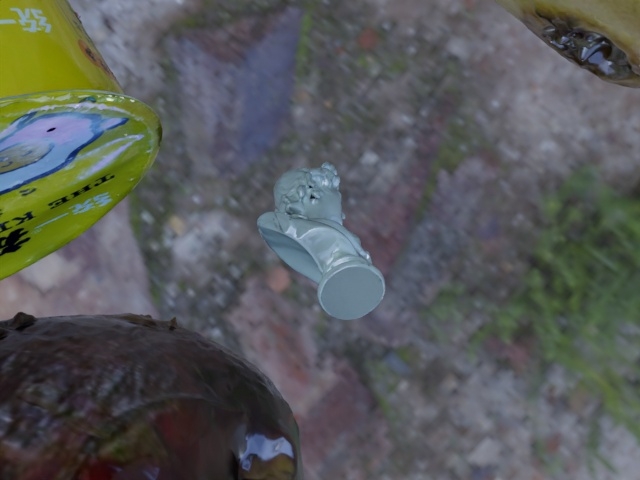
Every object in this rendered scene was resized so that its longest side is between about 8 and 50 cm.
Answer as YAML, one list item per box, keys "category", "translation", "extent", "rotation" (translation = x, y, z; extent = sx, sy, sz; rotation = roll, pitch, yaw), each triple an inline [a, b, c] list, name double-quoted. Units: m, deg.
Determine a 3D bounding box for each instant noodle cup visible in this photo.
- category: "instant noodle cup"
  translation: [-0.165, -0.063, 0.646]
  extent: [0.182, 0.144, 0.182]
  rotation: [-24, 167, -6]

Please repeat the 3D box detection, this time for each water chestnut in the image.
- category: "water chestnut"
  translation: [-0.103, 0.191, 0.956]
  extent: [0.335, 0.347, 0.335]
  rotation: [1, 90, -65]

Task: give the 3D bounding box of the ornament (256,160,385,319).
- category: "ornament"
  translation: [0.000, 0.001, 0.852]
  extent: [0.041, 0.092, 0.068]
  rotation: [-39, 151, 12]

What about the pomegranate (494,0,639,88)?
- category: "pomegranate"
  translation: [0.149, -0.175, 0.719]
  extent: [0.260, 0.260, 0.260]
  rotation: [-15, 123, -24]
